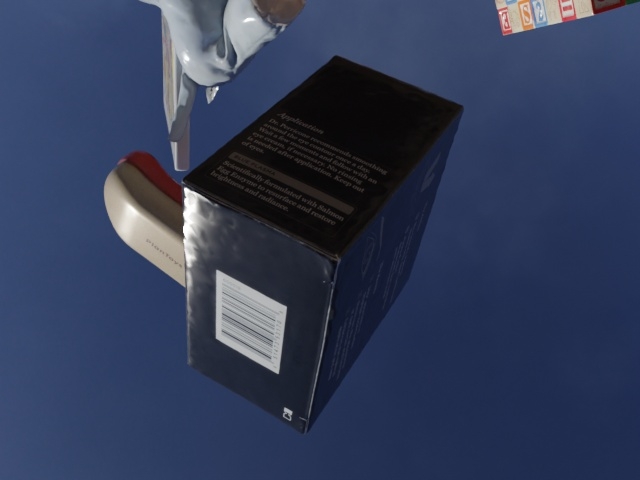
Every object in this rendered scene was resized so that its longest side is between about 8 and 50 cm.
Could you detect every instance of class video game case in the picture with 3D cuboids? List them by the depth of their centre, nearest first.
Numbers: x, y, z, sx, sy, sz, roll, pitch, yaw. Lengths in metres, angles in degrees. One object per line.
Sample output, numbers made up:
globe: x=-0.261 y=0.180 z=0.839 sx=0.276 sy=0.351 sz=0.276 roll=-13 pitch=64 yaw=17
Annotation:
video game case: x=-0.226 y=-0.259 z=1.052 sx=0.026 sy=0.227 sz=0.206 roll=-4 pitch=-139 yaw=-16

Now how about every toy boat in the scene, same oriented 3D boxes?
toy boat: x=-0.179 y=-0.041 z=0.937 sx=0.231 sy=0.151 sz=0.151 roll=38 pitch=-124 yaw=-3

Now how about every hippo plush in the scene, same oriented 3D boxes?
hippo plush: x=-0.145 y=-0.330 z=0.817 sx=0.236 sy=0.294 sz=0.234 roll=42 pitch=-136 yaw=-17

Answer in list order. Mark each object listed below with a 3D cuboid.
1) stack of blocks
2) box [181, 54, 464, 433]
stack of blocks: x=0.326 y=-0.390 z=0.929 sx=0.087 sy=0.171 sz=0.297 roll=-17 pitch=-167 yaw=-3
box: x=0.000 y=0.000 z=0.409 sx=0.093 sy=0.156 sz=0.158 roll=27 pitch=-133 yaw=17
